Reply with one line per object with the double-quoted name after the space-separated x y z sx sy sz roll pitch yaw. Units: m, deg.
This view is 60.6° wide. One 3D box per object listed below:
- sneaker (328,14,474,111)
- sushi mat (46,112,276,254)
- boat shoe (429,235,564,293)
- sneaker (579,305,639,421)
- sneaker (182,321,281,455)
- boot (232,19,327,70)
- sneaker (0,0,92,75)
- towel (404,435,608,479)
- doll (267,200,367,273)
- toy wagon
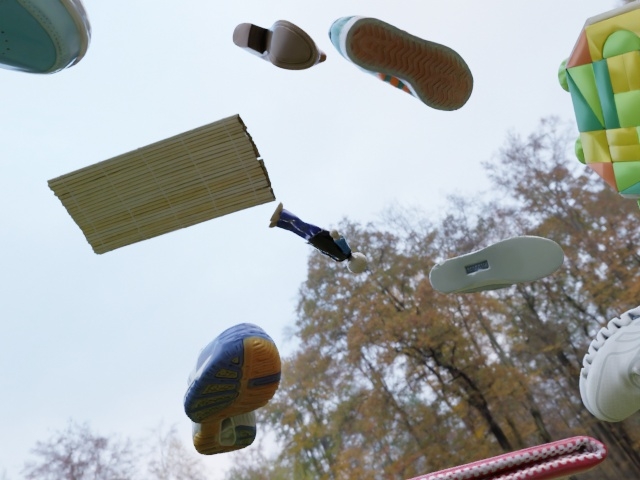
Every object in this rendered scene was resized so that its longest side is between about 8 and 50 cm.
0.148 -0.330 0.992 0.302 0.121 0.108 17 -68 -32 "sneaker"
-0.234 -0.076 0.821 0.317 0.019 0.151 -16 -56 11 "sushi mat"
0.310 0.047 0.967 0.228 0.079 0.081 -15 -14 26 "boat shoe"
0.464 0.136 0.725 0.110 0.118 0.292 30 -74 -9 "sneaker"
-0.129 0.171 0.713 0.112 0.130 0.296 0 -38 -20 "sneaker"
-0.056 -0.465 1.366 0.220 0.284 0.108 0 -73 -50 "boot"
-0.306 -0.130 0.304 0.319 0.208 0.127 18 -37 -30 "sneaker"
0.089 0.216 0.427 0.199 0.031 0.274 -15 -33 -2 "towel"
0.000 0.000 0.970 0.046 0.189 0.129 -61 2 -18 "doll"
0.460 -0.151 0.746 0.068 0.267 0.344 -22 -77 -17 "toy wagon"
